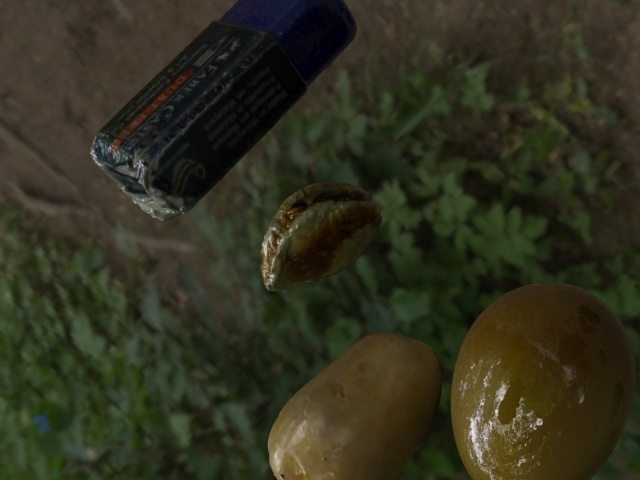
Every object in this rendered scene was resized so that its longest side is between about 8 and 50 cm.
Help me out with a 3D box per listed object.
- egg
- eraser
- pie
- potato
[{"bbox_3d":[0.308,0.216,1.587,0.250,0.323,0.250,17,172,3],"label":"egg"},{"bbox_3d":[-0.110,-0.173,1.312,0.155,0.332,0.101,24,158,53],"label":"eraser"},{"bbox_3d":[0.000,0.000,1.659,0.205,0.179,0.084,-11,-133,-36],"label":"pie"},{"bbox_3d":[0.047,0.209,1.292,0.146,0.234,0.150,48,-175,13],"label":"potato"}]
